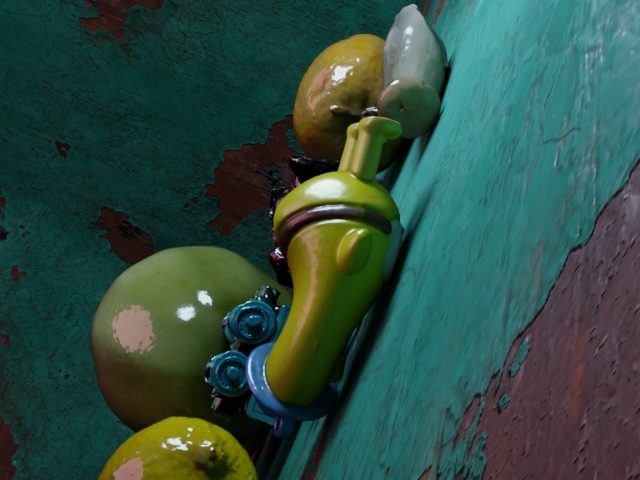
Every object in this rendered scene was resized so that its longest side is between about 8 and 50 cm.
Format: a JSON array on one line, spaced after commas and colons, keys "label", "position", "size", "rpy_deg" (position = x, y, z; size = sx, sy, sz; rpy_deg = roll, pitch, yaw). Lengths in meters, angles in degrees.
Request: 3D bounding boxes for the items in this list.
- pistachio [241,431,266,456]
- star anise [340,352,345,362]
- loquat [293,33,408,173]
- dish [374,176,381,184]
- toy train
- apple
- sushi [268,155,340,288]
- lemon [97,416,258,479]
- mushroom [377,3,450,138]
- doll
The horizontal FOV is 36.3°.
[{"label": "pistachio", "position": [-0.150, 0.335, 1.851], "size": [0.226, 0.135, 0.136], "rpy_deg": [-60, 0, -22]}, {"label": "star anise", "position": [0.005, 0.123, 1.204], "size": [0.168, 0.057, 0.168], "rpy_deg": [-157, 90, -88]}, {"label": "loquat", "position": [0.057, -0.207, 1.522], "size": [0.238, 0.193, 0.238], "rpy_deg": [-59, 7, 12]}, {"label": "dish", "position": [0.061, -0.073, 1.672], "size": [0.091, 0.039, 0.137], "rpy_deg": [-49, 9, 17]}, {"label": "toy train", "position": [-0.075, 0.168, 1.376], "size": [0.107, 0.154, 0.198], "rpy_deg": [137, 155, -74]}, {"label": "apple", "position": [-0.191, 0.181, 1.586], "size": [0.357, 0.357, 0.357], "rpy_deg": [-157, 90, -87]}, {"label": "sushi", "position": [0.000, 0.000, 1.328], "size": [0.172, 0.153, 0.150], "rpy_deg": [99, 177, -59]}, {"label": "lemon", "position": [-0.197, 0.368, 1.311], "size": [0.263, 0.236, 0.236], "rpy_deg": [-44, 5, 6]}, {"label": "mushroom", "position": [0.129, -0.229, 1.353], "size": [0.247, 0.096, 0.108], "rpy_deg": [-77, 10, -48]}, {"label": "doll", "position": [0.006, 0.040, 1.067], "size": [0.199, 0.145, 0.363], "rpy_deg": [164, 122, -80]}]
